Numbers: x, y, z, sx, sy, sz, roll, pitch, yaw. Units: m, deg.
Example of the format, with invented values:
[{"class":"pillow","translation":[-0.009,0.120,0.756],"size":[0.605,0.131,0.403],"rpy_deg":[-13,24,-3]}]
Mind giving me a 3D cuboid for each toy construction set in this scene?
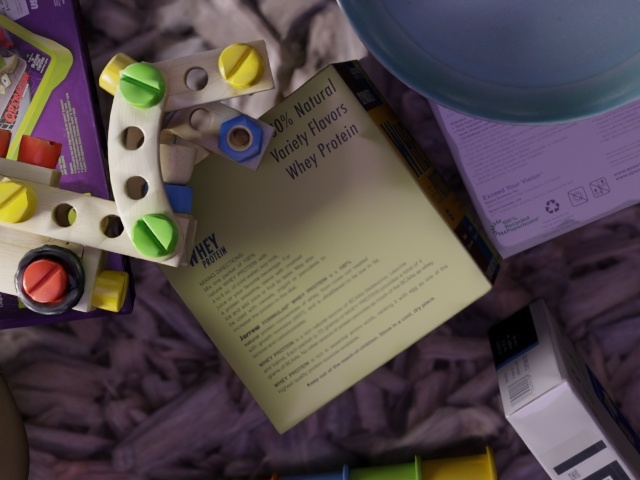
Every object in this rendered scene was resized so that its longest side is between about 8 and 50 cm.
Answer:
[{"class":"toy construction set","translation":[-0.202,-0.064,1.094],"size":[0.328,0.151,0.215],"rpy_deg":[13,91,17]}]

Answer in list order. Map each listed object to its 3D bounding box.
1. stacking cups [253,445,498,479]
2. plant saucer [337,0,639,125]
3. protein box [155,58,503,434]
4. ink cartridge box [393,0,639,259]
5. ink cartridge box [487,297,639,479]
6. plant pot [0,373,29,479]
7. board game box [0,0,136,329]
[{"class":"stacking cups","translation":[-0.003,0.240,1.337],"size":[0.316,0.096,0.096],"rpy_deg":[-7,111,2]},{"class":"plant saucer","translation":[0.157,-0.244,1.149],"size":[0.318,0.044,0.317],"rpy_deg":[1,96,5]},{"class":"protein box","translation":[0.000,0.000,1.201],"size":[0.200,0.136,0.201],"rpy_deg":[-36,91,12]},{"class":"ink cartridge box","translation":[0.198,-0.126,1.227],"size":[0.223,0.045,0.224],"rpy_deg":[-22,107,8]},{"class":"ink cartridge box","translation":[0.257,0.215,1.293],"size":[0.065,0.165,0.332],"rpy_deg":[-35,106,12]},{"class":"plant pot","translation":[-0.328,0.166,1.202],"size":[0.257,0.274,0.256],"rpy_deg":[-2,78,9]},{"class":"board game box","translation":[-0.278,-0.093,1.239],"size":[0.208,0.056,0.346],"rpy_deg":[-8,110,-2]}]
